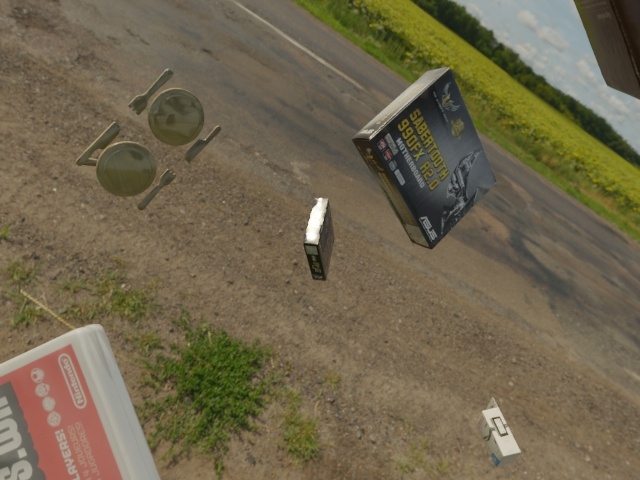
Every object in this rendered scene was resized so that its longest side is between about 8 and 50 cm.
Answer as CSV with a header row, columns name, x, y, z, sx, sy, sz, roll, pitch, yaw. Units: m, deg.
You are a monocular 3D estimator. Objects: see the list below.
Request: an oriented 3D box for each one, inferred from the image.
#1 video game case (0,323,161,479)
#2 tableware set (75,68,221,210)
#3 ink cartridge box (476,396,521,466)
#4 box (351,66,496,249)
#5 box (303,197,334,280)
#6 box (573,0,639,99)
name,x,y,z,sx,sy,sz,roll,pitch,yaw
video game case,-0.236,0.205,0.277,0.025,0.284,0.204,7,59,-80
tableware set,-0.261,-0.152,0.625,0.039,0.194,0.128,36,-9,39
ink cartridge box,0.264,0.289,0.623,0.028,0.048,0.083,-10,44,-5
box,0.181,-0.129,0.680,0.231,0.183,0.056,54,-14,-28
box,0.000,0.000,0.498,0.018,0.083,0.067,5,57,11
box,0.374,-0.285,0.425,0.203,0.168,0.167,58,29,-14
